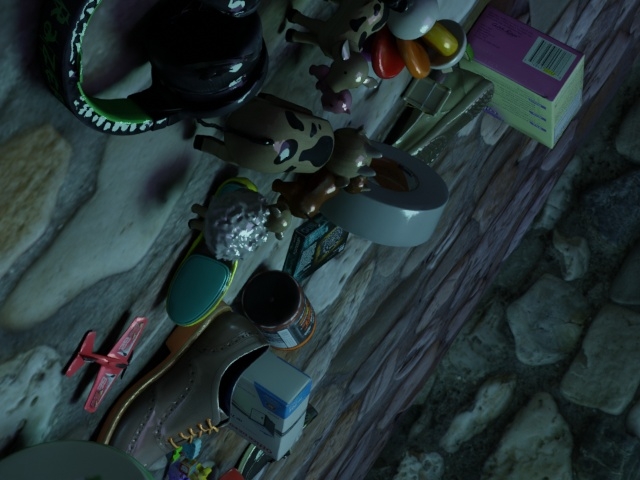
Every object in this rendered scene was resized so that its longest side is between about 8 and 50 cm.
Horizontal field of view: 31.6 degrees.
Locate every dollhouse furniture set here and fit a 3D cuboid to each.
[{"bbox_3d":[0.214,-0.289,2.027,0.151,0.076,0.058,-59,161,-2],"label":"dollhouse furniture set"}]

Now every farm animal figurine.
[{"bbox_3d":[-0.009,-0.152,1.446,0.327,0.172,0.330,-23,127,-47],"label":"farm animal figurine"}]

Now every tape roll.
[{"bbox_3d":[0.092,-0.080,1.816,0.219,0.219,0.072,-30,148,-55],"label":"tape roll"}]

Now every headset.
[{"bbox_3d":[-0.092,-0.231,1.160,0.394,0.185,0.243,-30,149,-34],"label":"headset"}]

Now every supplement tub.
[{"bbox_3d":[-0.065,0.125,1.920,0.106,0.106,0.198,-55,162,-11],"label":"supplement tub"}]

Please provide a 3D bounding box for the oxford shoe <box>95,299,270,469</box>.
[{"bbox_3d":[-0.217,0.260,1.693,0.363,0.133,0.130,-55,162,-9],"label":"oxford shoe"}]

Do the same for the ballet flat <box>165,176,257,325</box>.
[{"bbox_3d":[-0.146,0.015,1.598,0.231,0.077,0.077,-65,177,13],"label":"ballet flat"}]

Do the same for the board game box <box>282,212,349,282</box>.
[{"bbox_3d":[0.000,0.000,2.010,0.186,0.026,0.126,-36,151,-49],"label":"board game box"}]

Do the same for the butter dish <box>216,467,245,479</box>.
[{"bbox_3d":[-0.206,0.541,2.210,0.160,0.118,0.159,-44,117,-33],"label":"butter dish"}]

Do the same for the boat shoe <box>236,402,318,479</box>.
[{"bbox_3d":[-0.089,0.422,2.372,0.223,0.073,0.080,-50,160,-25],"label":"boat shoe"}]

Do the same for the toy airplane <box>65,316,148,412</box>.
[{"bbox_3d":[-0.291,0.162,1.514,0.151,0.028,0.151,-50,159,-27],"label":"toy airplane"}]

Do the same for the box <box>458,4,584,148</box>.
[{"bbox_3d":[0.396,-0.318,2.227,0.117,0.214,0.243,-55,161,-8],"label":"box"}]

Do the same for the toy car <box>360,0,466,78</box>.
[{"bbox_3d":[0.107,-0.299,1.604,0.136,0.182,0.159,-45,147,11],"label":"toy car"}]

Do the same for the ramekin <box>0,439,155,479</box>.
[{"bbox_3d":[-0.319,0.394,1.404,0.303,0.303,0.148,-44,149,-36],"label":"ramekin"}]

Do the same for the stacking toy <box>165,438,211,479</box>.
[{"bbox_3d":[-0.240,0.380,1.967,0.167,0.052,0.221,-34,148,-55],"label":"stacking toy"}]

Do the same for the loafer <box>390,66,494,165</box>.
[{"bbox_3d":[0.200,-0.216,2.094,0.268,0.092,0.102,-41,159,-1],"label":"loafer"}]

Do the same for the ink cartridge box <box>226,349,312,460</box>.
[{"bbox_3d":[-0.100,0.286,2.023,0.082,0.140,0.190,-46,158,-37],"label":"ink cartridge box"}]
